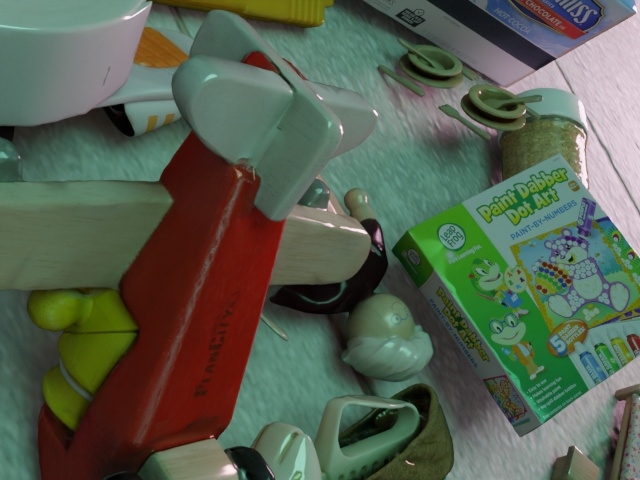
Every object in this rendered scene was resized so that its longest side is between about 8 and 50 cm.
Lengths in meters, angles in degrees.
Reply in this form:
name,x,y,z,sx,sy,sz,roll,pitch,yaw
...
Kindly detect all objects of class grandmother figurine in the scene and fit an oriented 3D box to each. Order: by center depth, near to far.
name,x,y,z,sx,sy,sz,roll,pitch,yaw
grandmother figurine,0.000,0.000,0.966,0.208,0.104,0.342,-31,86,-34

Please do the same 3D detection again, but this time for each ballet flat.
name,x,y,z,sx,sy,sz,roll,pitch,yaw
ballet flat,0.005,0.209,0.836,0.342,0.116,0.124,-15,107,-42

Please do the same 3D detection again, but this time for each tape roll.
name,x,y,z,sx,sy,sz,roll,pitch,yaw
tape roll,-0.291,-0.224,0.786,0.286,0.100,0.286,18,39,-15

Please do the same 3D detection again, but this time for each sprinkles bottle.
name,x,y,z,sx,sy,sz,roll,pitch,yaw
sprinkles bottle,0.292,-0.023,1.189,0.121,0.121,0.355,22,57,-28

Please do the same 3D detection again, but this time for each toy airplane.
name,x,y,z,sx,sy,sz,roll,pitch,yaw
toy airplane,-0.128,0.009,0.706,0.384,0.272,0.386,-45,139,-24

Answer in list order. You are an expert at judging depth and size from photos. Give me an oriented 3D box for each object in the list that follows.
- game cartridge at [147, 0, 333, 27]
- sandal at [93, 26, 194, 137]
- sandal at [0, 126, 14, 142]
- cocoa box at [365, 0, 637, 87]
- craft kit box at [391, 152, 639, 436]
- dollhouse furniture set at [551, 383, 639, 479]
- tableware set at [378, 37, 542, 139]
name,x,y,z,sx,sy,sz,roll,pitch,yaw
game cartridge,-0.110,-0.399,1.032,0.323,0.052,0.285,-2,96,-38
sandal,-0.206,-0.144,0.893,0.265,0.076,0.102,-16,56,-40
sandal,-0.332,-0.036,0.737,0.120,0.086,0.303,57,24,-32
cocoa box,0.219,-0.407,1.228,0.347,0.228,0.231,22,56,-36
craft kit box,0.246,0.050,1.031,0.250,0.061,0.247,-26,72,-29
dollhouse furniture set,0.499,0.260,1.171,0.355,0.174,0.303,40,49,-15
tableware set,0.186,-0.205,1.187,0.128,0.039,0.194,-24,52,-40
